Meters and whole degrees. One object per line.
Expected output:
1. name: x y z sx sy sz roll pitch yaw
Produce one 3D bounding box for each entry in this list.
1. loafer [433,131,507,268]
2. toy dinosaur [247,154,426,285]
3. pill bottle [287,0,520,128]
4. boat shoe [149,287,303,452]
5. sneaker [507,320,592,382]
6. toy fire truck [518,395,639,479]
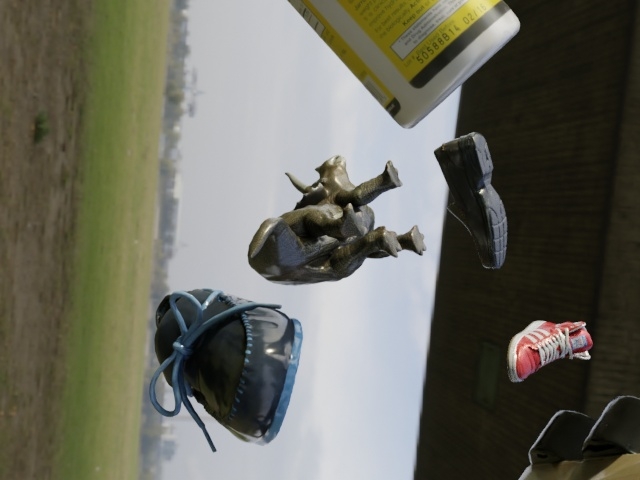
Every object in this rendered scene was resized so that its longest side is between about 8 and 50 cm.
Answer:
1. loafer: 0.188 -0.045 1.067 0.062 0.061 0.170 -18 96 -59
2. toy dinosaur: 0.000 0.000 0.860 0.121 0.160 0.313 62 31 -11
3. pill bottle: 0.020 -0.108 0.353 0.065 0.116 0.065 -42 -178 2
4. boat shoe: -0.080 0.085 0.613 0.258 0.089 0.109 168 -59 -73
5. sneaker: 0.238 0.112 0.888 0.118 0.067 0.042 -30 113 -54
6. toy fire truck: 0.188 0.204 0.366 0.158 0.246 0.217 -49 177 -21
